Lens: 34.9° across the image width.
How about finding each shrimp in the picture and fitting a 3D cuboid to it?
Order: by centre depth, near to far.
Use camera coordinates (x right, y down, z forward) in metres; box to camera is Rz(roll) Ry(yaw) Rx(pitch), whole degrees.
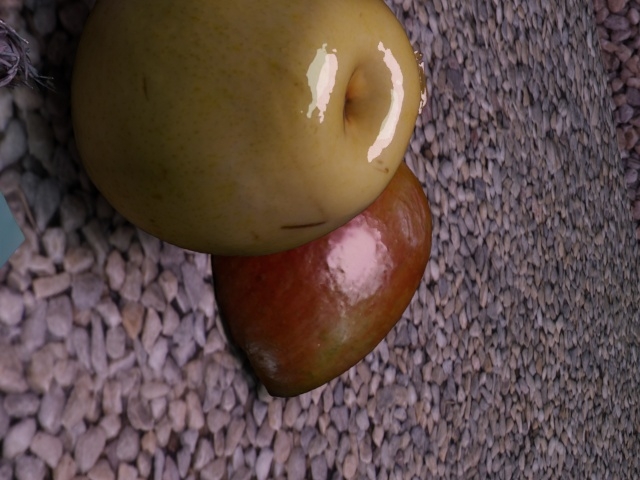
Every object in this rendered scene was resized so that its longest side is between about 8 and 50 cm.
[{"bbox_3d":[-0.277,-0.154,0.827,0.165,0.056,0.065,29,48,-43],"label":"shrimp"}]

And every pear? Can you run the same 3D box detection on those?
[{"bbox_3d":[-0.069,-0.130,0.941,0.309,0.309,0.309,6,83,-58],"label":"pear"}]

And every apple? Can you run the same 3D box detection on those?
[{"bbox_3d":[0.000,0.000,1.192,0.179,0.254,0.346,114,-4,-59],"label":"apple"}]

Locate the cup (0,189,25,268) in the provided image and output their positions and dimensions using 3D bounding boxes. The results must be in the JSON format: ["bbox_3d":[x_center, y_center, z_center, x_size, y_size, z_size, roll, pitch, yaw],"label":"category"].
[{"bbox_3d":[-0.317,0.053,0.678,0.134,0.148,0.236,49,53,-41],"label":"cup"}]
